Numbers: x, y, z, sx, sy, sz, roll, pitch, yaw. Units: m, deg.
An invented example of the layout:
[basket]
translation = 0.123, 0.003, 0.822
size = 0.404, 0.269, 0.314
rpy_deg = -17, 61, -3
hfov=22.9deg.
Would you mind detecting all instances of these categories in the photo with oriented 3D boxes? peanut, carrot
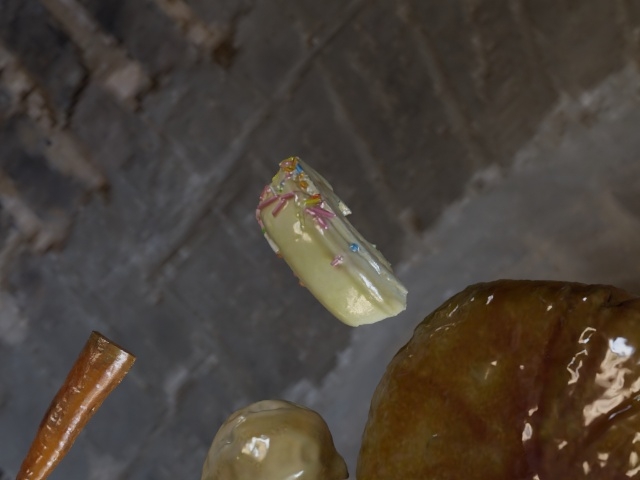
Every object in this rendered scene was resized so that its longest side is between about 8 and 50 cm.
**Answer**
[peanut]
translation = -0.062, 0.224, 1.133
size = 0.117, 0.263, 0.101
rpy_deg = 40, 28, 13
[carrot]
translation = -0.273, 0.201, 1.670
size = 0.057, 0.224, 0.057
rpy_deg = 32, 4, -2

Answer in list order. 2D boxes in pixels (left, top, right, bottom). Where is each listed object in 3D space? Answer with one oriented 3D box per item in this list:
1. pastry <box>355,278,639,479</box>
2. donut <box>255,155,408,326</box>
[pastry]
translation = 0.150, 0.174, 1.015
size = 0.136, 0.330, 0.330
rpy_deg = 19, 22, -48
[donut]
translation = -0.003, -0.004, 1.295
size = 0.108, 0.065, 0.166
rpy_deg = 39, 14, -51
